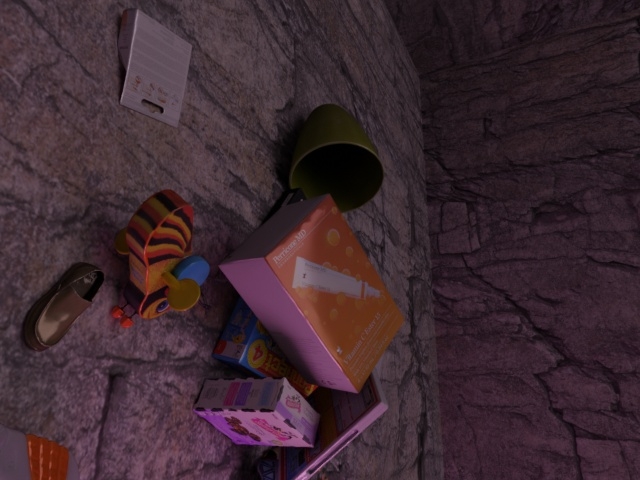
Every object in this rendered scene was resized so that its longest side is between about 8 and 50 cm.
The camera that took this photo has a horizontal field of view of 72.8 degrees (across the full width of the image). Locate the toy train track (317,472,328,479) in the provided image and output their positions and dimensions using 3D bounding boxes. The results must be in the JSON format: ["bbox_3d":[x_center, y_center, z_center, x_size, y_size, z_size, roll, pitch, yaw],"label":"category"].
[{"bbox_3d":[-0.007,0.682,1.216,0.083,0.014,0.048,10,81,-56],"label":"toy train track"}]

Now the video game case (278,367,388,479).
[{"bbox_3d":[0.015,0.372,0.920,0.025,0.285,0.204,42,10,-15],"label":"video game case"}]

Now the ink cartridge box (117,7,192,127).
[{"bbox_3d":[-0.330,-0.331,0.855,0.145,0.045,0.179,11,92,-62],"label":"ink cartridge box"}]

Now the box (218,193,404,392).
[{"bbox_3d":[-0.007,0.112,0.912,0.215,0.168,0.345,-47,114,-35],"label":"box"}]

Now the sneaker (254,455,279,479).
[{"bbox_3d":[-0.147,0.584,0.906,0.125,0.104,0.262,31,61,-8],"label":"sneaker"}]

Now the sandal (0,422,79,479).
[{"bbox_3d":[-0.386,0.277,0.513,0.102,0.076,0.265,-101,176,-49],"label":"sandal"}]

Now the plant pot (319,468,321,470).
[{"bbox_3d":[-0.033,0.541,1.135,0.083,0.081,0.081,66,29,-6],"label":"plant pot"}]

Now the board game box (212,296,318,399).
[{"bbox_3d":[-0.073,0.204,1.055,0.308,0.086,0.302,48,53,-42],"label":"board game box"}]

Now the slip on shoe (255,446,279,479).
[{"bbox_3d":[-0.108,0.511,1.027,0.135,0.051,0.041,-24,109,-54],"label":"slip on shoe"}]

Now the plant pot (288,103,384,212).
[{"bbox_3d":[0.034,-0.282,1.336,0.275,0.275,0.293,51,25,-45],"label":"plant pot"}]

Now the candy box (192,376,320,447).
[{"bbox_3d":[-0.124,0.346,0.872,0.165,0.196,0.070,59,33,-36],"label":"candy box"}]

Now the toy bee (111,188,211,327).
[{"bbox_3d":[-0.266,0.071,0.720,0.162,0.195,0.298,-37,130,-33],"label":"toy bee"}]

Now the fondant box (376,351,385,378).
[{"bbox_3d":[0.126,0.309,1.487,0.330,0.096,0.238,61,34,-34],"label":"fondant box"}]

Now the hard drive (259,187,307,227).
[{"bbox_3d":[-0.053,0.051,1.243,0.339,0.064,0.237,64,32,-30],"label":"hard drive"}]

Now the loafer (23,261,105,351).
[{"bbox_3d":[-0.368,0.090,0.630,0.056,0.050,0.148,56,37,-41],"label":"loafer"}]
